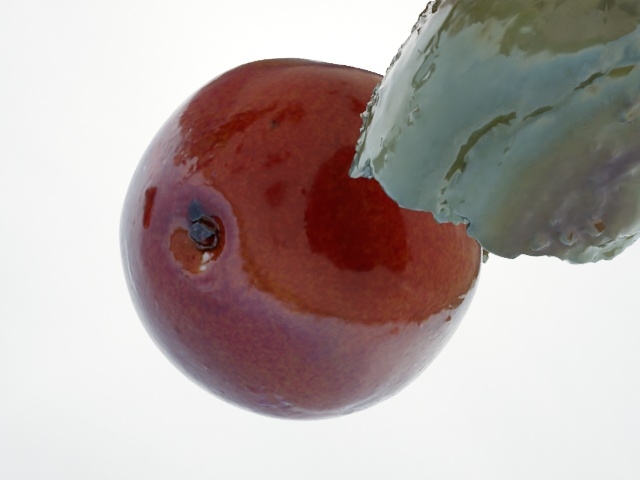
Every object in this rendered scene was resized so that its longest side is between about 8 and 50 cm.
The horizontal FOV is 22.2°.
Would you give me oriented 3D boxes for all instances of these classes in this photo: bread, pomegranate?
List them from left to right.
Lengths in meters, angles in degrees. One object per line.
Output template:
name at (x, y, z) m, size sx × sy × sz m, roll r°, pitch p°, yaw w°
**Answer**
pomegranate at (0.000, 0.000, 1.001) m, size 0.257 × 0.221 × 0.221 m, roll 0°, pitch -135°, yaw -45°
bread at (0.174, -0.094, 0.769) m, size 0.314 × 0.192 × 0.171 m, roll -2°, pitch -131°, yaw -10°
